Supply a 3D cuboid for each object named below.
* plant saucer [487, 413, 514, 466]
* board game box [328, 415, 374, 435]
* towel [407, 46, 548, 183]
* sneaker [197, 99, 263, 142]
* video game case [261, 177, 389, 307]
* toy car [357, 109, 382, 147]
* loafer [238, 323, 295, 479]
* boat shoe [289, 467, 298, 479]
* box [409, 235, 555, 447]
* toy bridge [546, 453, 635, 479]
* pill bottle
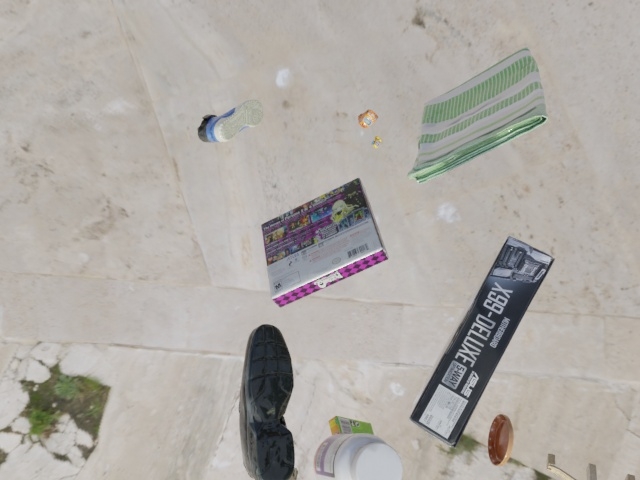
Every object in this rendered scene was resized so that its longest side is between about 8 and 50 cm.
[{"bbox_3d":[0.299,0.330,0.989,0.013,0.083,0.083,14,82,-4],"label":"plant saucer"},{"bbox_3d":[0.099,0.527,1.345,0.039,0.124,0.259,-44,43,25],"label":"board game box"},{"bbox_3d":[0.281,-0.235,1.092,0.248,0.325,0.038,-25,114,30],"label":"towel"},{"bbox_3d":[-0.184,-0.239,1.198,0.152,0.084,0.058,-49,132,-43],"label":"sneaker"},{"bbox_3d":[0.000,0.000,1.169,0.232,0.042,0.210,-25,44,11],"label":"video game case"},{"bbox_3d":[0.139,-0.288,1.576,0.122,0.060,0.040,47,59,-37],"label":"toy car"},{"bbox_3d":[-0.068,0.178,0.659,0.062,0.061,0.170,10,73,-36],"label":"loafer"},{"bbox_3d":[-0.044,0.302,0.692,0.048,0.153,0.056,31,94,-11],"label":"boat shoe"},{"bbox_3d":[0.246,0.163,0.957,0.076,0.242,0.307,29,84,14],"label":"box"},{"bbox_3d":[0.591,0.519,1.303,0.188,0.063,0.026,11,125,13],"label":"toy bridge"},{"bbox_3d":[0.064,0.384,1.017,0.108,0.193,0.108,5,72,-16],"label":"pill bottle"}]
